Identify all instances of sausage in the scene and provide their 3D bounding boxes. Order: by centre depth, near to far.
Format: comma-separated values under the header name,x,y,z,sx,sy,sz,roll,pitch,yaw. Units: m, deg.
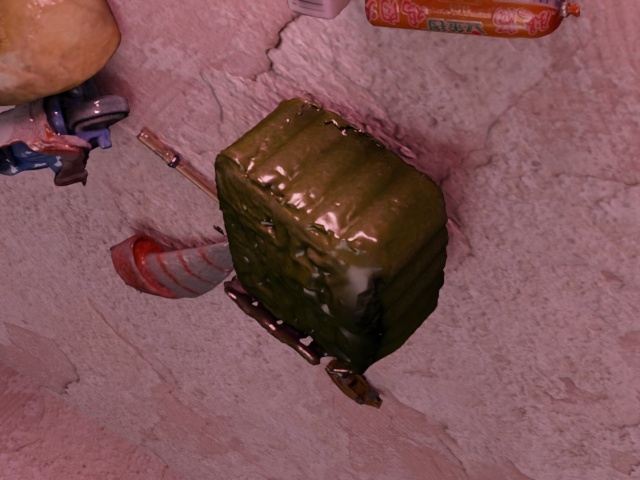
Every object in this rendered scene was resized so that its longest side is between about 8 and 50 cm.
name,x,y,z,sx,sy,sz,roll,pitch,yaw
sausage,0.165,-0.257,1.056,0.234,0.071,0.071,12,145,29

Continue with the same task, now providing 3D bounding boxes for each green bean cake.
name,x,y,z,sx,sy,sz,roll,pitch,yaw
green bean cake,0.000,0.000,1.392,0.335,0.218,0.319,31,150,27

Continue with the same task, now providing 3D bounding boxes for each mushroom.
name,x,y,z,sx,sy,sz,roll,pitch,yaw
mushroom,-0.474,-0.328,1.399,0.292,0.212,0.217,21,154,31

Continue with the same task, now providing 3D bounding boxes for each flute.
name,x,y,z,sx,sy,sz,roll,pitch,yaw
flute,-0.217,-0.107,1.660,0.233,0.027,0.027,40,149,-16

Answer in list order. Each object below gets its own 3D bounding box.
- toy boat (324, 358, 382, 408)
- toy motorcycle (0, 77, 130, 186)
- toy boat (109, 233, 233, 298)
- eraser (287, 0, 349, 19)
name,x,y,z,sx,sy,sz,roll,pitch,yaw
toy boat,0.069,0.293,1.987,0.149,0.047,0.049,44,147,-21
toy motorcycle,-0.468,-0.192,1.592,0.241,0.182,0.319,16,161,-35
toy boat,-0.254,0.046,1.889,0.282,0.096,0.206,-12,138,33
eraser,0.003,-0.349,1.007,0.068,0.124,0.210,19,148,20
